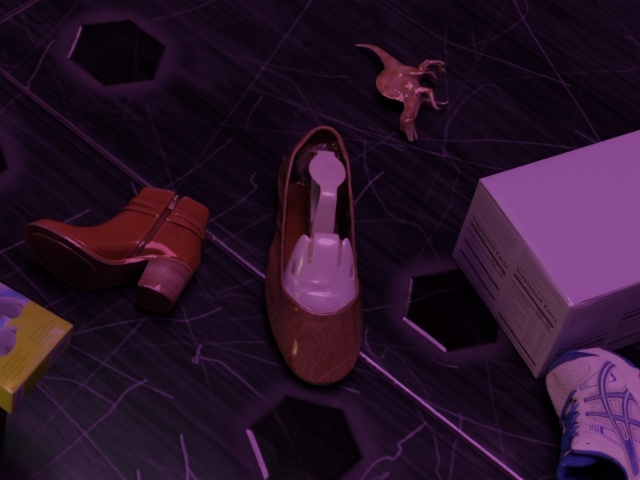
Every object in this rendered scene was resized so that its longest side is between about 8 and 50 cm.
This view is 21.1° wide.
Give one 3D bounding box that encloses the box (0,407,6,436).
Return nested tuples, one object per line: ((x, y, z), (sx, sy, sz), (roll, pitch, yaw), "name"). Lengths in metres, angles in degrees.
((-0.454, 0.032, 1.846), (0.191, 0.143, 0.381), (-6, 50, -17), "box")

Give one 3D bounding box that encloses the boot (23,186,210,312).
((-0.230, -0.011, 1.979), (0.197, 0.073, 0.152), (26, 50, -7), "boot")

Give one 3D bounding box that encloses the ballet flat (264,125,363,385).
((0.000, 0.000, 1.985), (0.116, 0.124, 0.342), (8, 49, -6), "ballet flat")

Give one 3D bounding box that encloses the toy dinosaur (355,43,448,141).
((0.113, -0.213, 2.238), (0.092, 0.053, 0.183), (-9, 53, -18), "toy dinosaur")

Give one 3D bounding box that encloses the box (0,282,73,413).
((-0.350, 0.085, 1.709), (0.178, 0.042, 0.109), (29, 50, 10), "box")

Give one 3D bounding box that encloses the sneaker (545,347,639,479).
((0.300, 0.213, 1.840), (0.131, 0.112, 0.296), (-6, 30, -21), "sneaker")

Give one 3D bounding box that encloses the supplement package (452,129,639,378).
((0.328, 0.010, 2.039), (0.261, 0.145, 0.204), (-17, 56, -26), "supplement package")
